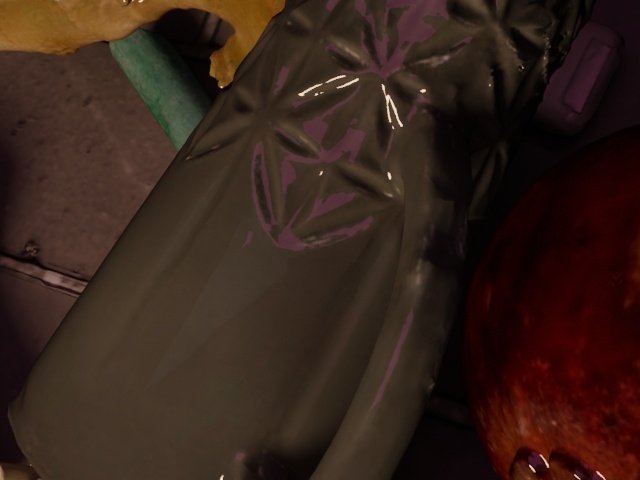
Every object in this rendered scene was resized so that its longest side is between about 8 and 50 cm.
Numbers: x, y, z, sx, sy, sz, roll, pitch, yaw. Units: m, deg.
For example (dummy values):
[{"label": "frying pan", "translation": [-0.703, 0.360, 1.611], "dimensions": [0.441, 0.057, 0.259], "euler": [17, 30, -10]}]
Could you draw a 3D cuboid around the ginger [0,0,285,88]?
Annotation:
[{"label": "ginger", "translation": [-0.009, -0.189, 0.569], "dimensions": [0.348, 0.122, 0.363], "euler": [35, 101, 4]}]

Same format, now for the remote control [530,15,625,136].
[{"label": "remote control", "translation": [0.050, -0.131, 0.640], "dimensions": [0.261, 0.029, 0.067], "euler": [26, 85, 27]}]

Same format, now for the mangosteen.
[{"label": "mangosteen", "translation": [0.183, 0.032, 0.448], "dimensions": [0.215, 0.215, 0.257], "euler": [36, 64, 26]}]

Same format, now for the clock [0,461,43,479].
[{"label": "clock", "translation": [-0.235, 0.160, 0.586], "dimensions": [0.276, 0.120, 0.379], "euler": [-48, 63, 4]}]

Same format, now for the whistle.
[{"label": "whistle", "translation": [-0.070, -0.062, 0.648], "dimensions": [0.039, 0.039, 0.186], "euler": [-37, 64, 3]}]

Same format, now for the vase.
[{"label": "vase", "translation": [0.000, 0.000, 0.450], "dimensions": [0.300, 0.156, 0.251], "euler": [-60, 25, 13]}]
